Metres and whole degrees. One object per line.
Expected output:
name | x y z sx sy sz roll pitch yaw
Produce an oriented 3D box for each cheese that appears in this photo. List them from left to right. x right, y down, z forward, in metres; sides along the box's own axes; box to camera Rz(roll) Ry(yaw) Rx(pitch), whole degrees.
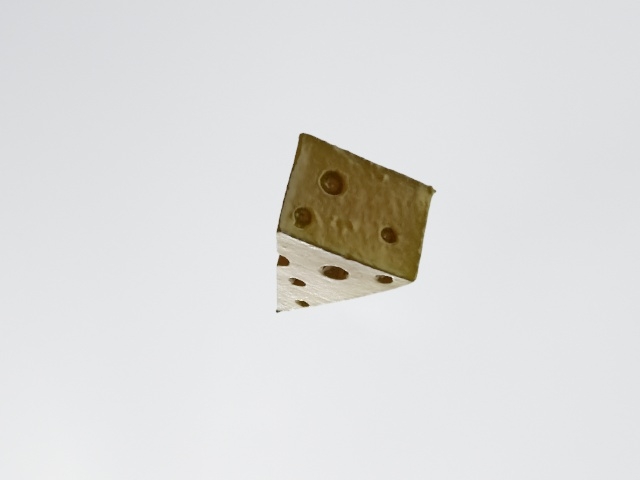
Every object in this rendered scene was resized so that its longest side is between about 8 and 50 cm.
cheese | 0.000 0.000 1.072 0.171 0.126 0.093 142 -35 -62
